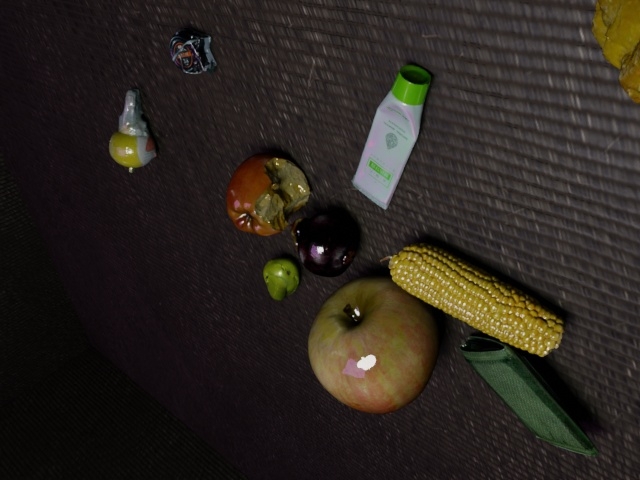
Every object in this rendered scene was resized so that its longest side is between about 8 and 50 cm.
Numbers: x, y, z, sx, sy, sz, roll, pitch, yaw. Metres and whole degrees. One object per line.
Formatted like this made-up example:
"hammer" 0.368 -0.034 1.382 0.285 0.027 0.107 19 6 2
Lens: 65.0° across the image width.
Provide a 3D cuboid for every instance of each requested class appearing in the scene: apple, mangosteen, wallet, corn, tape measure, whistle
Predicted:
"apple" -0.117 -0.092 1.031 0.147 0.158 0.155 28 141 31
"mangosteen" 0.000 0.000 1.007 0.152 0.137 0.137 27 136 24
"apple" 0.109 0.204 0.963 0.257 0.256 0.233 0 132 46
"wallet" 0.361 0.268 0.883 0.236 0.055 0.160 47 168 -2
"corn" 0.250 0.088 0.847 0.311 0.101 0.101 26 136 20
"tape measure" -0.264 -0.387 1.028 0.094 0.054 0.091 14 128 30
"whistle" -0.482 -0.280 1.311 0.123 0.123 0.222 29 119 28

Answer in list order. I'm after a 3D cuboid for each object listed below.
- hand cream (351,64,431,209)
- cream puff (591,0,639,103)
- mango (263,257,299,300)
"hand cream" 0.113 -0.162 0.838 0.275 0.050 0.079 107 145 -52
"cream puff" 0.360 -0.204 0.407 0.244 0.196 0.244 20 125 31
"mango" -0.097 0.092 1.234 0.091 0.074 0.165 41 153 7
